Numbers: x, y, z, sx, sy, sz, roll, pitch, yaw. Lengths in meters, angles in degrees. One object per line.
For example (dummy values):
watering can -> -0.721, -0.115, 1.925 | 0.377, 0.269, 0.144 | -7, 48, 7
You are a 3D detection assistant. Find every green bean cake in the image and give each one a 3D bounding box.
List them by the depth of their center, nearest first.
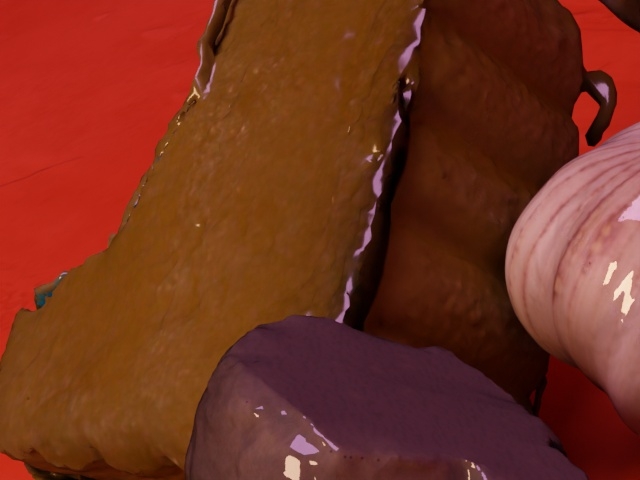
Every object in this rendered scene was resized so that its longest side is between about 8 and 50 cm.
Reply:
green bean cake -> 0.000, 0.000, 0.929 | 0.285, 0.202, 0.310 | -3, 66, 47

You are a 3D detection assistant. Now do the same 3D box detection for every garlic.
garlic -> 0.201, -0.021, 0.776 | 0.199, 0.226, 0.199 | 19, 14, -5

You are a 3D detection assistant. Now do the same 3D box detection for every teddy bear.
teddy bear -> -0.006, 0.138, 0.706 | 0.144, 0.251, 0.171 | 7, 33, -30

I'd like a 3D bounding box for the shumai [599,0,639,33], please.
shumai -> 0.288, -0.202, 1.008 | 0.330, 0.288, 0.292 | -16, 23, 24
